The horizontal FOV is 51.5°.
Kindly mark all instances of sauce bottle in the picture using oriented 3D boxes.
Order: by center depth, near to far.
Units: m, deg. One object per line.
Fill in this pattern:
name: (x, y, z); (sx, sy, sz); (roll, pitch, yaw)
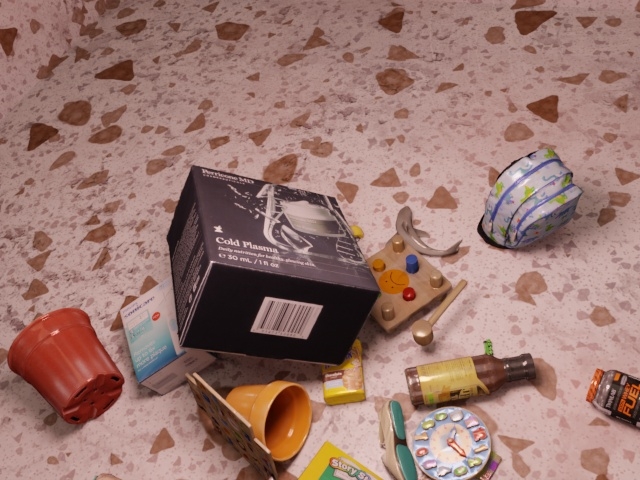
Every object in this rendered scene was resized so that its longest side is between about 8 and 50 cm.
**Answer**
sauce bottle: (0.406, 0.370, 1.800); (0.344, 0.111, 0.111); (-12, 50, 7)

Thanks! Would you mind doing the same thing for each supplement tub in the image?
supplement tub: (0.781, 0.401, 1.677); (0.190, 0.117, 0.117); (18, 58, 27)

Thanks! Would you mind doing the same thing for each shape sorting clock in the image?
shape sorting clock: (0.339, 0.528, 1.726); (0.206, 0.040, 0.206); (-9, 47, 10)

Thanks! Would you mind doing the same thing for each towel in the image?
towel: (0.418, 0.574, 1.697); (0.060, 0.009, 0.083); (27, 62, 32)

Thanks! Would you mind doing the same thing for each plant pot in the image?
plant pot: (-0.158, 0.478, 1.815); (0.188, 0.205, 0.205); (4, 51, 37)
plant pot: (-0.747, 0.390, 1.996); (0.272, 0.272, 0.265); (-40, 62, -19)

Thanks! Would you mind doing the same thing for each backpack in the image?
backpack: (0.634, -0.122, 1.986); (0.290, 0.355, 0.273); (-23, 51, -6)

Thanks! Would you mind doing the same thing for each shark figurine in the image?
shark figurine: (0.312, -0.017, 2.143); (0.166, 0.116, 0.278); (-38, 51, -15)

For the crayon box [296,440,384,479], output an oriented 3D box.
crayon box: (0.078, 0.677, 1.497); (0.363, 0.106, 0.313); (32, 34, 14)

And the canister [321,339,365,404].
canister: (0.063, 0.378, 1.907); (0.126, 0.073, 0.170); (-10, 51, 7)

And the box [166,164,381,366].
box: (-0.155, 0.068, 1.873); (0.479, 0.297, 0.472); (11, 30, -25)

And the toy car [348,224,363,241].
toy car: (0.000, 0.000, 2.243); (0.225, 0.053, 0.239); (25, 61, 30)

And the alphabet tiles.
alphabet tiles: (-0.235, 0.493, 1.749); (0.342, 0.285, 0.011); (32, 57, 33)

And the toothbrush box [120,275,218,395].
toothbrush box: (-0.473, 0.289, 2.054); (0.216, 0.126, 0.295); (-33, 49, 5)

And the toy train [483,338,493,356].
toy train: (0.479, 0.318, 1.887); (0.023, 0.017, 0.083); (-14, 49, 17)

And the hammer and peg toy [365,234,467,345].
hammer and peg toy: (0.262, 0.159, 2.000); (0.266, 0.127, 0.361); (-33, 51, -15)

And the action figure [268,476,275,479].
action figure: (-0.021, 0.701, 1.603); (0.341, 0.178, 0.330); (-39, 62, -15)

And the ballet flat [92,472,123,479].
ballet flat: (-0.593, 0.768, 1.737); (0.106, 0.107, 0.316); (6, 54, 10)

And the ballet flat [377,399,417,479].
ballet flat: (0.193, 0.543, 1.744); (0.086, 0.086, 0.248); (-11, 48, 5)
